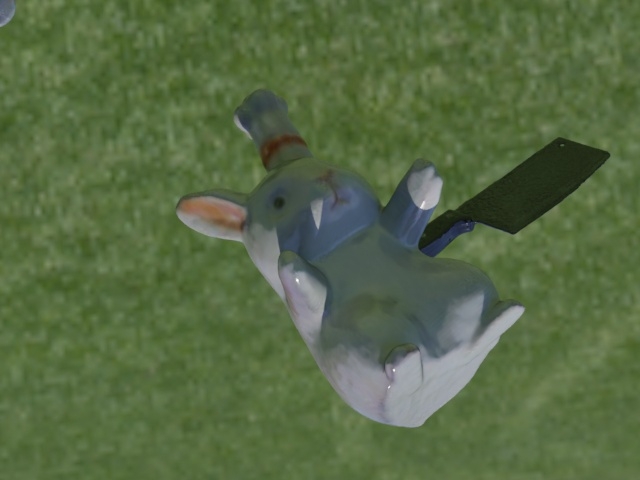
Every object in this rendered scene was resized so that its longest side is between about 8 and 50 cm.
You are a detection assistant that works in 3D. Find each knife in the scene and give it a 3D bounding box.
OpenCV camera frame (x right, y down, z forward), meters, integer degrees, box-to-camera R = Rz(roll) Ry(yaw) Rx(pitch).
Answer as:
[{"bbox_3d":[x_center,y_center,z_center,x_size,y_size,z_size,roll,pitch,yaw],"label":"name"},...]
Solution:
[{"bbox_3d":[0.155,-0.028,1.450,0.245,0.019,0.072,-34,-143,-32],"label":"knife"}]

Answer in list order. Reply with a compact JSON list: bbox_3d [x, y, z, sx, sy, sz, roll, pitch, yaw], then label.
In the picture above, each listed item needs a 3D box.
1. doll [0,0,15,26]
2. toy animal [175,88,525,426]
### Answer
[{"bbox_3d":[-0.329,-0.289,1.502,0.258,0.195,0.153,-5,-160,-12],"label":"doll"},{"bbox_3d":[0.008,0.000,1.210,0.140,0.282,0.138,-30,168,-28],"label":"toy animal"}]
